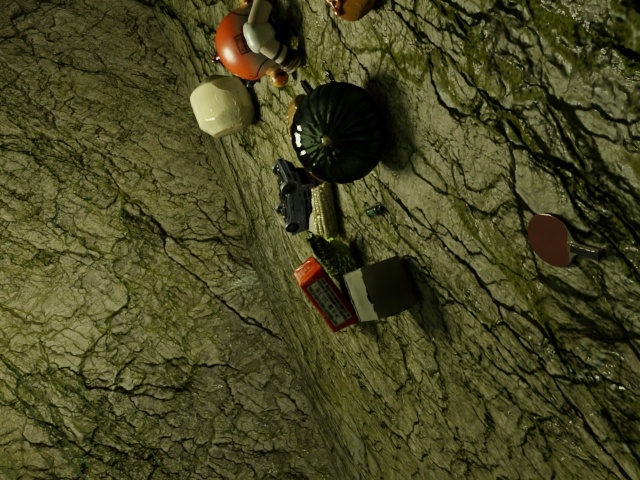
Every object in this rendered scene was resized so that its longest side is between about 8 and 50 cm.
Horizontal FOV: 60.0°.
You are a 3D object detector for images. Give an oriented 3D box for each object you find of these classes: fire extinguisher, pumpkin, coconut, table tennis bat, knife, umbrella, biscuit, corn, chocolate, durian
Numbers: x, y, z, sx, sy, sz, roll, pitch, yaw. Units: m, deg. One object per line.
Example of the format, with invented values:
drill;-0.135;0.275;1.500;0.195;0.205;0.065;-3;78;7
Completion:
fire extinguisher;0.151;-0.086;1.525;0.083;0.025;0.038;164;109;-72
pumpkin;0.050;-0.269;1.376;0.250;0.216;0.249;20;131;25
coconut;-0.399;-0.564;2.272;0.247;0.245;0.245;72;162;-1
table tennis bat;0.402;0.005;0.921;0.158;0.014;0.095;-146;42;-64
knife;-0.033;-0.449;1.688;0.031;0.018;0.121;100;147;-53
umbrella;0.030;-0.439;1.525;0.022;0.013;0.122;-36;72;49
biscuit;-0.022;-0.290;1.677;0.274;0.091;0.213;54;158;23
corn;0.009;-0.100;1.824;0.087;0.087;0.210;40;143;57
chocolate;0.013;0.185;1.922;0.237;0.108;0.235;56;176;-12
durian;0.052;0.060;1.796;0.375;0.107;0.132;57;-175;-42

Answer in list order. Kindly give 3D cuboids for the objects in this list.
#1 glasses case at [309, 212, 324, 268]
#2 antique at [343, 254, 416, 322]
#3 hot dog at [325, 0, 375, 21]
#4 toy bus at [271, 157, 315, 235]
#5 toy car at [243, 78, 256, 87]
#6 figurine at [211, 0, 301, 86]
glasses case;0.000;0.000;1.986;0.092;0.059;0.233;47;150;46
antique;0.166;0.134;1.509;0.151;0.148;0.147;69;161;4
hot dog;0.078;-0.572;1.086;0.158;0.117;0.349;69;161;3
toy bus;-0.087;-0.160;1.960;0.292;0.133;0.125;89;160;-49
toy car;-0.258;-0.645;2.056;0.216;0.063;0.103;143;107;-77
figurine;-0.213;-0.624;1.738;0.323;0.196;0.320;4;119;59
